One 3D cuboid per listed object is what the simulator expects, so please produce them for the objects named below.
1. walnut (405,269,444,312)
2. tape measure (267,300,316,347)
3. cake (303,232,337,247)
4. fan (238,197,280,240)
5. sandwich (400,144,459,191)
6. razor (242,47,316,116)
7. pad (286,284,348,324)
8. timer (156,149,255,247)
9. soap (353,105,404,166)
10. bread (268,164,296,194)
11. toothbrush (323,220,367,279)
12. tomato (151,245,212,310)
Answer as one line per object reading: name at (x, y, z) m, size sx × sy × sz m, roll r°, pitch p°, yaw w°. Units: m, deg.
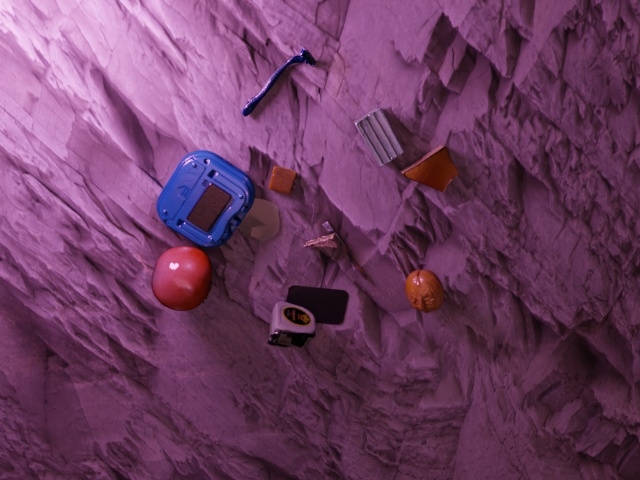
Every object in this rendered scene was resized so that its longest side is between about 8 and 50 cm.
walnut at (0.441, 0.216, 2.005) m, size 0.159 × 0.159 × 0.207 m, roll -19°, pitch 120°, yaw 3°
tape measure at (-0.114, 0.372, 1.971) m, size 0.207 × 0.235 × 0.115 m, roll 21°, pitch 112°, yaw -13°
cake at (0.000, 0.000, 1.918) m, size 0.139 × 0.051 × 0.055 m, roll -1°, pitch 120°, yaw 7°
fan at (-0.317, -0.076, 1.892) m, size 0.309 × 0.010 × 0.182 m, roll -6°, pitch 109°, yaw -3°
sandwich at (0.434, -0.256, 1.855) m, size 0.193 × 0.058 × 0.162 m, roll -31°, pitch 112°, yaw 6°
razor at (-0.164, -0.562, 1.684) m, size 0.324 × 0.093 × 0.056 m, roll -37°, pitch 71°, yaw 14°
pad at (-0.018, 0.285, 2.073) m, size 0.266 × 0.004 × 0.181 m, roll 7°, pitch 112°, yaw -7°
timer at (-0.433, -0.151, 1.793) m, size 0.309 × 0.115 × 0.340 m, roll 33°, pitch 105°, yaw -17°
soap at (0.222, -0.389, 1.778) m, size 0.114 × 0.063 × 0.198 m, roll -30°, pitch 112°, yaw 9°
bread at (-0.147, -0.234, 1.827) m, size 0.090 × 0.035 × 0.095 m, roll 14°, pitch 111°, yaw -10°
toothbrush at (0.111, 0.046, 1.974) m, size 0.031 × 0.023 × 0.321 m, roll -32°, pitch 111°, yaw 16°
tomato at (-0.537, 0.148, 1.842) m, size 0.224 × 0.256 × 0.256 m, roll 15°, pitch 112°, yaw -27°
